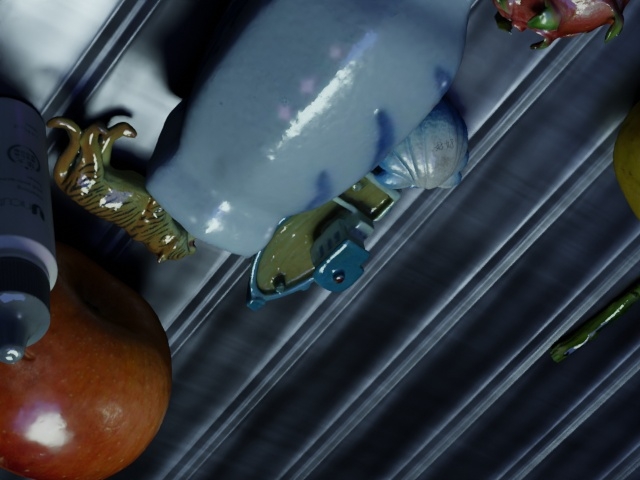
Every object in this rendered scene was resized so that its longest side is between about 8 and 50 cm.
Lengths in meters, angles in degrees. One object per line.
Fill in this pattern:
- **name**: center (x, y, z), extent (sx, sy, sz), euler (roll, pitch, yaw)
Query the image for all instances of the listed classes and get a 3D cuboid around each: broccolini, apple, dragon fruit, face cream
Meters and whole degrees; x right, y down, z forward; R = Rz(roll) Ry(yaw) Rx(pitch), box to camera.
- **broccolini**: center (0.367, 0.066, 1.765), extent (0.254, 0.057, 0.071), euler (-44, 84, 19)
- **apple**: center (-0.273, 0.120, 1.524), extent (0.272, 0.251, 0.206), euler (38, 96, -21)
- **dragon fruit**: center (0.258, -0.270, 1.402), extent (0.236, 0.135, 0.137), euler (-36, 125, -6)
- **face cream**: center (-0.282, -0.006, 1.365), extent (0.092, 0.311, 0.092), euler (-6, 131, -7)

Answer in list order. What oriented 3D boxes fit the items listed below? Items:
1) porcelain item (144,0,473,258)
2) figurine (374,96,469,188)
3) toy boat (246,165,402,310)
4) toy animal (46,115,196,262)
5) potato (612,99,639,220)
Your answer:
- **porcelain item**: center (0.015, -0.175, 1.347), extent (0.178, 0.242, 0.405), euler (33, 120, -14)
- **figurine**: center (0.105, -0.103, 1.546), extent (0.114, 0.079, 0.114), euler (-3, 100, -18)
- **toy boat**: center (0.000, 0.000, 1.583), extent (0.088, 0.102, 0.215), euler (34, 116, -32)
- **toy animal**: center (-0.190, -0.051, 1.510), extent (0.099, 0.056, 0.241), euler (-41, 135, 18)
- **potato**: center (0.379, -0.082, 1.575), extent (0.158, 0.178, 0.203), euler (23, 134, -12)
